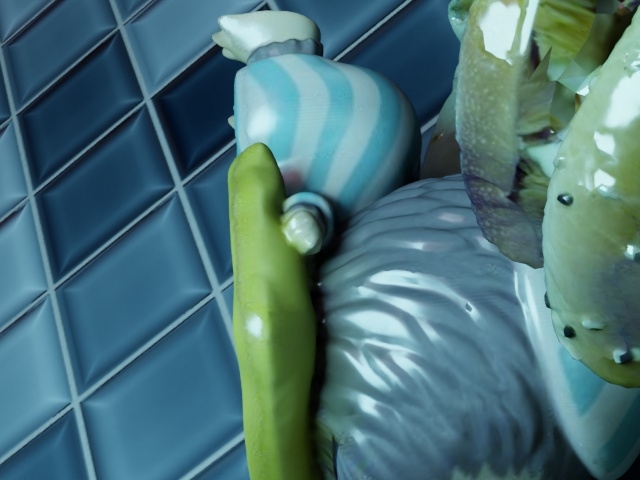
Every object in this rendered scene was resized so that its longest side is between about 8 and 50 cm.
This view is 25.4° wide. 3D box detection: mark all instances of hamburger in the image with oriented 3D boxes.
[{"bbox_3d":[0.225,-0.093,0.695,0.318,0.276,0.195,-21,38,-18],"label":"hamburger"}]

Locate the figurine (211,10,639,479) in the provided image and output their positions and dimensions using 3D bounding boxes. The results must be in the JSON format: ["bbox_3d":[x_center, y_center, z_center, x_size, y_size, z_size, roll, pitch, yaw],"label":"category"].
[{"bbox_3d":[0.126,0.021,0.925,0.378,0.266,0.361,-3,57,-3],"label":"figurine"}]

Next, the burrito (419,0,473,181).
[{"bbox_3d":[0.157,-0.105,1.085,0.144,0.089,0.228,-4,55,25],"label":"burrito"}]
